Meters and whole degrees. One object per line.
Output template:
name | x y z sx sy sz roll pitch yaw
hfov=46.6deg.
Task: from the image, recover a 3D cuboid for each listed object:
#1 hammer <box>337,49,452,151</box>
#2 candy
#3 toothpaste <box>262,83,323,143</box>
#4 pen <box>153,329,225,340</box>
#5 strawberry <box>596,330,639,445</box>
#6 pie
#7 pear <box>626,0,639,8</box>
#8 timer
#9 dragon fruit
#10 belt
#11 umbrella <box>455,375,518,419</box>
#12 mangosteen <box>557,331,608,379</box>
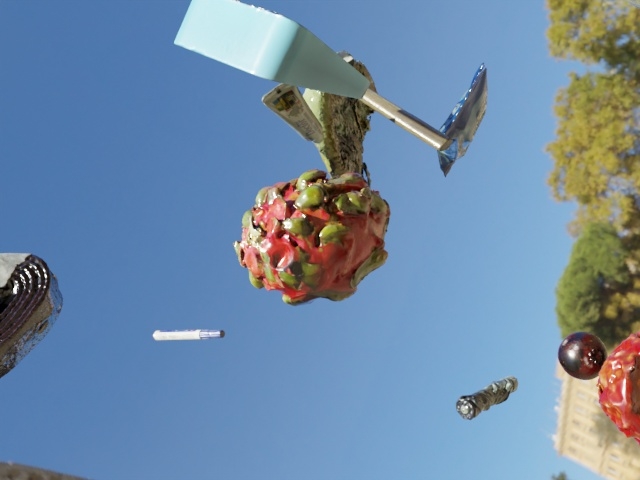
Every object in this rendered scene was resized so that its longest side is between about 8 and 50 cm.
hammer | 0.117 -0.270 1.464 0.111 0.365 0.043 -32 -37 -24
candy | 0.326 -0.266 1.706 0.187 0.077 0.331 -61 -10 -4
toothpaste | -0.042 -0.239 1.435 0.067 0.037 0.255 -31 -21 8
pen | -0.313 0.223 1.764 0.025 0.204 0.025 17 -110 -59
strawberry | 0.511 0.216 1.087 0.336 0.149 0.265 9 -99 -31
pie | 0.055 -0.290 1.767 0.296 0.078 0.371 40 -130 -49
pear | 0.311 -0.278 0.644 0.149 0.149 0.162 61 -157 -49
timer | -0.069 -0.281 1.158 0.250 0.232 0.091 16 -80 -55
dragon fruit | -0.002 -0.011 1.328 0.303 0.231 0.237 -21 -73 -25
belt | -0.607 0.151 1.347 0.289 0.184 0.164 -43 -15 -26
umbrella | 0.318 0.292 1.384 0.188 0.050 0.046 -7 -82 -48
mangosteen | 0.431 0.191 1.230 0.081 0.081 0.081 -29 -49 -40
